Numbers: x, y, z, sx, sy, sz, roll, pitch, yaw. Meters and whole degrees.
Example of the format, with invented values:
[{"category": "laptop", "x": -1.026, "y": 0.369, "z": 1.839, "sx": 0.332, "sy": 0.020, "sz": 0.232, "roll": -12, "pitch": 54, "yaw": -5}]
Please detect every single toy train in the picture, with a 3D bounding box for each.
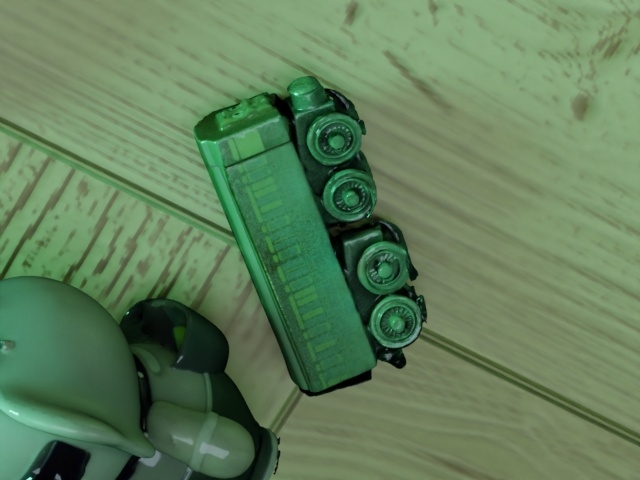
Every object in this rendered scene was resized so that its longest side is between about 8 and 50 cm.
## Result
[{"category": "toy train", "x": 0.000, "y": 0.000, "z": 0.739, "sx": 0.071, "sy": 0.038, "sz": 0.148, "roll": -21, "pitch": 116, "yaw": 1}]

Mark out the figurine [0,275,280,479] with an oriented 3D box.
[{"category": "figurine", "x": -0.106, "y": 0.073, "z": 0.704, "sx": 0.192, "sy": 0.147, "sz": 0.126, "roll": 28, "pitch": 87, "yaw": -39}]
